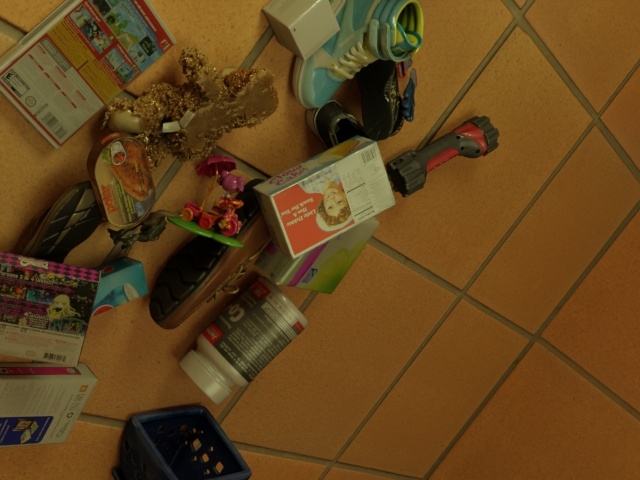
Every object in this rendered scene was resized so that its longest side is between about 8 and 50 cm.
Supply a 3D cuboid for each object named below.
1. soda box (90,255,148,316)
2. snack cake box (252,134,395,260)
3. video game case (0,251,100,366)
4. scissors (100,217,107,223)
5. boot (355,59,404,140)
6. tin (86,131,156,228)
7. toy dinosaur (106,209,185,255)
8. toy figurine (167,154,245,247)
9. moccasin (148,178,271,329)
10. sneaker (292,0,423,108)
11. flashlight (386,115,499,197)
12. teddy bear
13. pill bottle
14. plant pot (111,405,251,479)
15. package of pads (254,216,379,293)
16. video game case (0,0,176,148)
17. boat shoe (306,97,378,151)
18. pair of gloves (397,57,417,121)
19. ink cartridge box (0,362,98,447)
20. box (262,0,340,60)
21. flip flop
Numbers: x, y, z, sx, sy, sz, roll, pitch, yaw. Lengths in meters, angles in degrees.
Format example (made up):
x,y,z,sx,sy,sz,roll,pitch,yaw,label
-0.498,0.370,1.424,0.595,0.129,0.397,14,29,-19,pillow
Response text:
x,y,z,sx,sy,sz,roll,pitch,yaw,label
-0.444,0.101,1.921,0.210,0.067,0.071,-23,115,-36,soda box
0.011,-0.092,2.049,0.264,0.089,0.152,-28,117,-19,snack cake box
-0.533,0.123,1.784,0.232,0.042,0.210,12,122,-15,video game case
-0.476,-0.002,1.858,0.297,0.021,0.109,-44,154,-2,scissors
0.135,-0.335,2.154,0.178,0.085,0.236,-20,109,-76,boot
-0.352,-0.105,1.746,0.106,0.040,0.190,-37,140,-31,tin
-0.335,-0.023,1.875,0.118,0.064,0.268,-28,-175,-17,toy dinosaur
-0.203,-0.088,1.970,0.130,0.173,0.159,6,106,-63,toy figurine
-0.211,0.041,2.101,0.380,0.139,0.147,-52,137,-13,moccasin
0.081,-0.372,1.951,0.127,0.208,0.319,5,119,-51,sneaker
0.306,-0.205,2.447,0.304,0.103,0.103,-33,145,-24,flashlight
-0.246,-0.241,1.827,0.338,0.113,0.245,-35,137,-7,teddy bear
-0.181,0.232,2.275,0.283,0.161,0.161,-44,145,-8,pill bottle
-0.346,0.555,2.349,0.236,0.236,0.212,-1,130,-48,plant pot
0.000,0.000,2.273,0.229,0.101,0.296,-55,157,8,package of pads
-0.394,-0.308,1.653,0.285,0.025,0.204,-44,144,-8,video game case
0.076,-0.209,2.188,0.113,0.105,0.306,-44,145,-7,boat shoe
0.188,-0.358,2.146,0.159,0.023,0.198,-73,159,-50,pair of gloves
-0.633,0.329,1.958,0.371,0.069,0.176,8,117,-53,ink cartridge box
-0.035,-0.422,1.881,0.101,0.087,0.102,-43,144,-9,box
-0.490,-0.011,1.793,0.112,0.080,0.277,0,138,-51,flip flop
